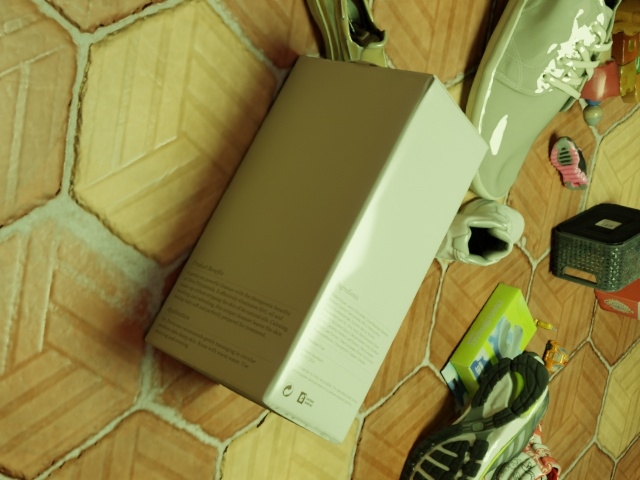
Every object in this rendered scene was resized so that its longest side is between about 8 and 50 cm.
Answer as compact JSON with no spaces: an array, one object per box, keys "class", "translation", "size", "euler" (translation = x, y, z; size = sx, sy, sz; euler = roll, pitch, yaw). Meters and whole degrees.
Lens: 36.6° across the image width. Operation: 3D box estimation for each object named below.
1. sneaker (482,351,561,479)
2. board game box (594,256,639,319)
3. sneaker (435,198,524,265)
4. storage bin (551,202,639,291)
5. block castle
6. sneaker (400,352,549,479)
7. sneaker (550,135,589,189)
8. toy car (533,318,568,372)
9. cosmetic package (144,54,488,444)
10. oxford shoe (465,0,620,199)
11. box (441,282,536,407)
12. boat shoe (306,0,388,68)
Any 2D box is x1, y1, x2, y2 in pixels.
[{"class":"sneaker","translation":[0.332,0.314,1.547],"size":[0.270,0.145,0.090],"euler":[-55,137,-18]},{"class":"board game box","translation":[0.679,0.017,1.747],"size":[0.316,0.242,0.064],"euler":[-54,135,-20]},{"class":"sneaker","translation":[0.227,-0.001,1.339],"size":[0.232,0.115,0.090],"euler":[-10,111,-46]},{"class":"storage bin","translation":[0.480,0.008,1.615],"size":[0.180,0.122,0.084],"euler":[-21,119,-42]},{"class":"block castle","translation":[0.607,-0.308,1.504],"size":[0.453,0.303,0.213],"euler":[-28,124,-38]},{"class":"sneaker","translation":[0.242,0.312,1.444],"size":[0.300,0.111,0.121],"euler":[-44,137,-3]},{"class":"sneaker","translation":[0.400,-0.133,1.544],"size":[0.119,0.047,0.057],"euler":[54,47,-47]},{"class":"toy car","translation":[0.390,0.185,1.642],"size":[0.060,0.040,0.122],"euler":[-59,138,-14]},{"class":"cosmetic package","translation":[0.000,0.000,1.032],"size":[0.155,0.197,0.365],"euler":[41,74,-47]},{"class":"oxford shoe","translation":[0.318,-0.258,1.316],"size":[0.169,0.130,0.449],"euler":[5,110,-56]},{"class":"box","translation":[0.263,0.167,1.496],"size":[0.178,0.042,0.109],"euler":[-52,135,-22]},{"class":"boat shoe","translation":[0.044,-0.223,1.090],"size":[0.068,0.072,0.190],"euler":[-53,136,-21]}]
